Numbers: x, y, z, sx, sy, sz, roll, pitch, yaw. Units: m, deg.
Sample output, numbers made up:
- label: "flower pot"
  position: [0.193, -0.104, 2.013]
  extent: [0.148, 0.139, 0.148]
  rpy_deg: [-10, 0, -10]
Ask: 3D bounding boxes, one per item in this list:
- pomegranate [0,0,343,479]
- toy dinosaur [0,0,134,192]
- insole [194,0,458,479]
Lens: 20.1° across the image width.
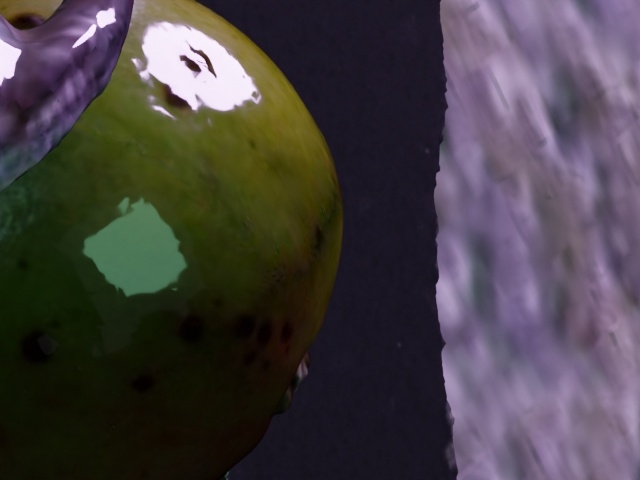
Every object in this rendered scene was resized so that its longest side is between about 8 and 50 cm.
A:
- label: "pomegranate"
  position: [-0.059, 0.003, 0.383]
  extent: [0.130, 0.130, 0.130]
  rpy_deg: [2, 87, -38]
- label: "toy dinosaur"
  position: [-0.111, -0.132, 0.342]
  extent: [0.162, 0.077, 0.294]
  rpy_deg: [13, 68, -26]
- label: "insole"
  position: [0.000, 0.000, 0.487]
  extent: [0.110, 0.012, 0.309]
  rpy_deg: [-13, 97, -39]
